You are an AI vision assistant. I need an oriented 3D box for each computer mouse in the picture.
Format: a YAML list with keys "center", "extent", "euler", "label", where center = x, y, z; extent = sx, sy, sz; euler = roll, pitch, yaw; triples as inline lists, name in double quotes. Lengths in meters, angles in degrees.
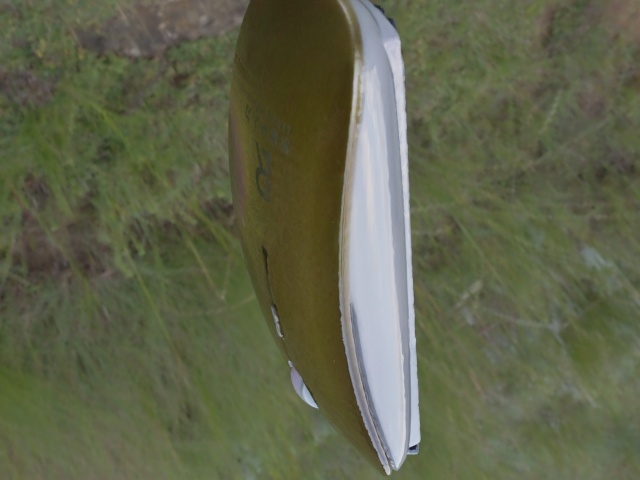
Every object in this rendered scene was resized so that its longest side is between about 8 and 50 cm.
- center: [0.000, 0.000, 0.540]
  extent: [0.056, 0.126, 0.245]
  euler: [-17, 122, -20]
  label: "computer mouse"
